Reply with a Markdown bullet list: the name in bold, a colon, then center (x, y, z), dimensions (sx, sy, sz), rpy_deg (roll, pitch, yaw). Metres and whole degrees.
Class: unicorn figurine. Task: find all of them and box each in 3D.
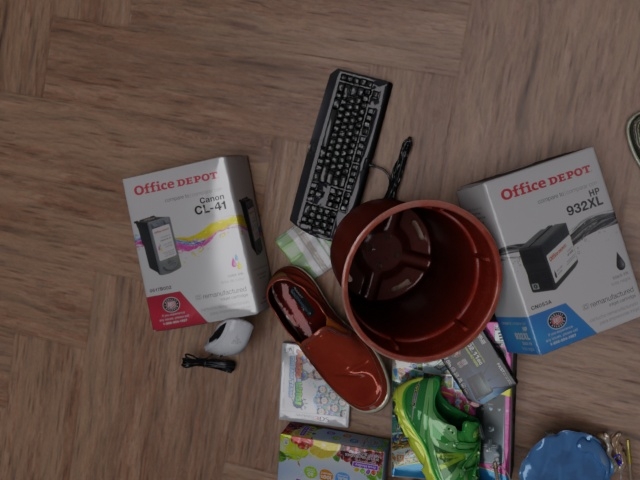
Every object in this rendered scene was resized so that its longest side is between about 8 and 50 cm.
- **unicorn figurine**: center (0.485, 0.418, 1.806), dimensions (0.162, 0.060, 0.111), rpy_deg (-21, 89, 16)

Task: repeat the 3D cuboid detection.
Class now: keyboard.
- **keyboard**: center (0.073, -0.148, 1.853), dimensions (0.202, 0.033, 0.317), rpy_deg (16, 95, 5)

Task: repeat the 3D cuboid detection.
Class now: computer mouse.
- **computer mouse**: center (-0.189, 0.208, 1.896), dimensions (0.106, 0.042, 0.193), rpy_deg (15, 143, -20)

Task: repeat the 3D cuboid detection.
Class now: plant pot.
- **plant pot**: center (0.139, 0.044, 1.720), dimensions (0.272, 0.265, 0.272), rpy_deg (-2, 101, -12)

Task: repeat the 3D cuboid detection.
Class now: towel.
- **towel**: center (0.000, 0.000, 1.903), dimensions (0.152, 0.023, 0.113), rpy_deg (-37, 85, 14)

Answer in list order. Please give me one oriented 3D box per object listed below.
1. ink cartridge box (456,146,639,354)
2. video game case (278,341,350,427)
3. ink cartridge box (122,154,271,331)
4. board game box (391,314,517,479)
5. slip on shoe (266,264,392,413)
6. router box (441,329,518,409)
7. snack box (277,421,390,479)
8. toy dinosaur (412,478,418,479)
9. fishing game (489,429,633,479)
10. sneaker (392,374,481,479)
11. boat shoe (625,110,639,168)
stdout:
- **ink cartridge box**: center (0.398, 0.018, 1.710), dimensions (0.223, 0.129, 0.307), rpy_deg (-18, 91, -14)
- **video game case**: center (-0.009, 0.282, 1.935), dimensions (0.143, 0.019, 0.157), rpy_deg (4, 96, 13)
- **ink cartridge box**: center (-0.233, 0.004, 1.906), dimensions (0.226, 0.131, 0.306), rpy_deg (-11, 94, 15)
- **board game box**: center (0.249, 0.288, 1.834), dimensions (0.224, 0.097, 0.303), rpy_deg (1, 97, 14)
- **slip on shoe**: center (0.008, 0.190, 1.855), dimensions (0.123, 0.101, 0.331), rpy_deg (-40, 81, 19)
- **router box**: center (0.279, 0.225, 1.752), dimensions (0.092, 0.038, 0.122), rpy_deg (-34, 87, 13)
- **snack box**: center (0.023, 0.460, 1.914), dimensions (0.207, 0.070, 0.174), rpy_deg (8, 103, 14)
- **toy dinosaur**: center (0.131, 0.518, 1.872), dimensions (0.053, 0.183, 0.092), rpy_deg (1, 110, 48)
- **fishing game**: center (0.434, 0.427, 1.763), dimensions (0.264, 0.041, 0.189), rpy_deg (-11, 94, -9)
- **sneaker**: center (0.238, 0.372, 1.739), dimensions (0.123, 0.109, 0.295), rpy_deg (-31, 89, 16)
- **boat shoe**: center (0.642, -0.102, 1.700), dimensions (0.109, 0.091, 0.305), rpy_deg (-38, 86, 14)
